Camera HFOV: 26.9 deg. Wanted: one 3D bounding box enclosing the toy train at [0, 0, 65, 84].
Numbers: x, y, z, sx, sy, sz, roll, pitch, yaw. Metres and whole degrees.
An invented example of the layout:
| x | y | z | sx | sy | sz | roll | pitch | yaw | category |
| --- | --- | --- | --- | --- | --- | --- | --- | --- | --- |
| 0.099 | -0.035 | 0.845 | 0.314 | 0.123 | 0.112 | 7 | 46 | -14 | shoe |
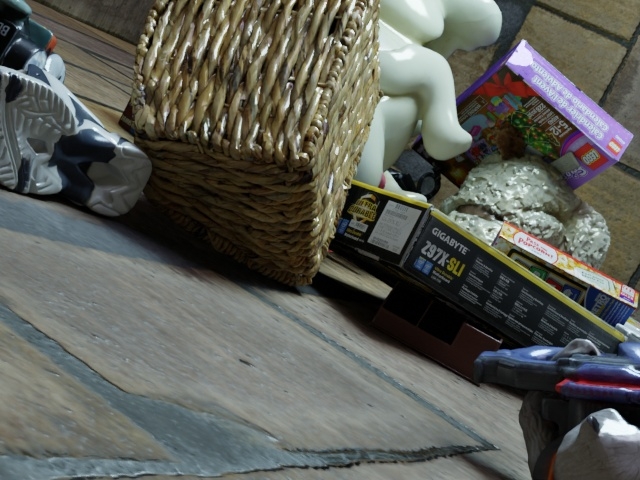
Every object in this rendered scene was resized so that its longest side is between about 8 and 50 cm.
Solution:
| x | y | z | sx | sy | sz | roll | pitch | yaw | category |
| --- | --- | --- | --- | --- | --- | --- | --- | --- | --- |
| -0.439 | -0.259 | 1.507 | 0.334 | 0.142 | 0.190 | 29 | -3 | 10 | toy train |

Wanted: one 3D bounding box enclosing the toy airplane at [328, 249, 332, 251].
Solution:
| x | y | z | sx | sy | sz | roll | pitch | yaw | category |
| --- | --- | --- | --- | --- | --- | --- | --- | --- | --- |
| 0.000 | 0.000 | 1.701 | 0.151 | 0.028 | 0.151 | 16 | 2 | 0 | toy airplane |

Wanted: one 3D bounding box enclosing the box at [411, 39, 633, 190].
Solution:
| x | y | z | sx | sy | sz | roll | pitch | yaw | category |
| --- | --- | --- | --- | --- | --- | --- | --- | --- | --- |
| 0.276 | -0.139 | 1.882 | 0.201 | 0.057 | 0.293 | 39 | -28 | -5 | box |

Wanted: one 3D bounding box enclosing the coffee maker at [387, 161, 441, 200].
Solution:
| x | y | z | sx | sy | sz | roll | pitch | yaw | category |
| --- | --- | --- | --- | --- | --- | --- | --- | --- | --- |
| 0.059 | -0.074 | 1.974 | 0.171 | 0.120 | 0.178 | -12 | 26 | -27 | coffee maker |

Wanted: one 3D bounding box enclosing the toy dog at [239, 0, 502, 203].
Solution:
| x | y | z | sx | sy | sz | roll | pitch | yaw | category |
| --- | --- | --- | --- | --- | --- | --- | --- | --- | --- |
| 0.017 | -0.192 | 1.713 | 0.395 | 0.284 | 0.408 | 39 | 41 | -12 | toy dog |

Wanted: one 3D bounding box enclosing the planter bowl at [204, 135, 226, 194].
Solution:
| x | y | z | sx | sy | sz | roll | pitch | yaw | category |
| --- | --- | --- | --- | --- | --- | --- | --- | --- | --- |
| -0.085 | -0.073 | 1.481 | 0.109 | 0.162 | 0.162 | 54 | 6 | -3 | planter bowl |

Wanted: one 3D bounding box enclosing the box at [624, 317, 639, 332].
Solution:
| x | y | z | sx | sy | sz | roll | pitch | yaw | category |
| --- | --- | --- | --- | --- | --- | --- | --- | --- | --- |
| 0.370 | 0.133 | 1.873 | 0.203 | 0.103 | 0.114 | 34 | 9 | 41 | box |

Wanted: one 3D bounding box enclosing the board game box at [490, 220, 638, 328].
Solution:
| x | y | z | sx | sy | sz | roll | pitch | yaw | category |
| --- | --- | --- | --- | --- | --- | --- | --- | --- | --- |
| 0.283 | 0.084 | 1.704 | 0.193 | 0.147 | 0.045 | 29 | 32 | 1 | board game box |

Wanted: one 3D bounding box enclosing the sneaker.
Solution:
| x | y | z | sx | sy | sz | roll | pitch | yaw | category |
| --- | --- | --- | --- | --- | --- | --- | --- | --- | --- |
| -0.269 | -0.108 | 1.175 | 0.153 | 0.094 | 0.235 | 31 | 7 | 34 | sneaker |

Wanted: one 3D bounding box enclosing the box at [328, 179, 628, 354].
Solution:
| x | y | z | sx | sy | sz | roll | pitch | yaw | category |
| --- | --- | --- | --- | --- | --- | --- | --- | --- | --- |
| 0.148 | 0.042 | 1.496 | 0.322 | 0.079 | 0.257 | 32 | -7 | -30 | box |

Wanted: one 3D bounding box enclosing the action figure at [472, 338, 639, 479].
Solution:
| x | y | z | sx | sy | sz | roll | pitch | yaw | category |
| --- | --- | --- | --- | --- | --- | --- | --- | --- | --- |
| 0.297 | 0.173 | 1.009 | 0.341 | 0.178 | 0.330 | 1 | -7 | 40 | action figure |

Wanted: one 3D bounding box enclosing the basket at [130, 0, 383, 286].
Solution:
| x | y | z | sx | sy | sz | roll | pitch | yaw | category |
| --- | --- | --- | --- | --- | --- | --- | --- | --- | --- |
| -0.069 | -0.137 | 1.356 | 0.213 | 0.299 | 0.223 | 12 | -33 | 10 | basket |

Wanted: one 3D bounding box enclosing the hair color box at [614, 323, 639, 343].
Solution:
| x | y | z | sx | sy | sz | roll | pitch | yaw | category |
| --- | --- | --- | --- | --- | --- | --- | --- | --- | --- |
| 0.499 | 0.223 | 1.706 | 0.339 | 0.110 | 0.185 | 23 | 9 | -47 | hair color box |

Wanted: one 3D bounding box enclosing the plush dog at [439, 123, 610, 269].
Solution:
| x | y | z | sx | sy | sz | roll | pitch | yaw | category |
| --- | --- | --- | --- | --- | --- | --- | --- | --- | --- |
| 0.233 | -0.012 | 1.817 | 0.262 | 0.225 | 0.211 | 15 | -34 | 35 | plush dog |

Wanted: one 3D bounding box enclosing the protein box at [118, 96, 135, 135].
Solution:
| x | y | z | sx | sy | sz | roll | pitch | yaw | category |
| --- | --- | --- | --- | --- | --- | --- | --- | --- | --- |
| -0.145 | -0.204 | 1.939 | 0.201 | 0.200 | 0.136 | 22 | 7 | -37 | protein box |

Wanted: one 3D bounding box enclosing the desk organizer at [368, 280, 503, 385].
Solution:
| x | y | z | sx | sy | sz | roll | pitch | yaw | category |
| --- | --- | --- | --- | --- | --- | --- | --- | --- | --- |
| 0.121 | 0.095 | 1.386 | 0.130 | 0.050 | 0.047 | 29 | 6 | 8 | desk organizer |
